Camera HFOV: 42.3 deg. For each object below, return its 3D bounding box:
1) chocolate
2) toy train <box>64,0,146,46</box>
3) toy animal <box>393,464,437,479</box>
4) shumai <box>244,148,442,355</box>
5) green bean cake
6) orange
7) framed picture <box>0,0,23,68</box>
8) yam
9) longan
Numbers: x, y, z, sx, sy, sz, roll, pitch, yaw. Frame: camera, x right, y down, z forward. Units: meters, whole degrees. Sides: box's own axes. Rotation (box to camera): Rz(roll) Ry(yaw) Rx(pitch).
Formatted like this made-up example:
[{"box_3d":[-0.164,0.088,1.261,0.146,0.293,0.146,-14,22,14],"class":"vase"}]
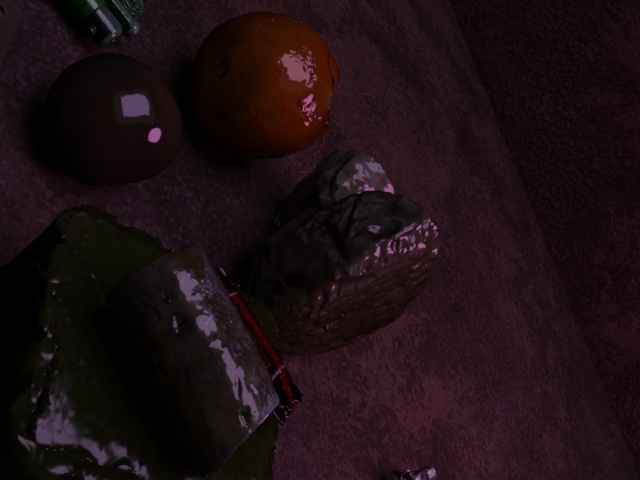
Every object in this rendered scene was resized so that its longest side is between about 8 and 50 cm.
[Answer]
[{"box_3d":[-0.079,0.111,0.892,0.182,0.028,0.086,55,21,-2],"class":"chocolate"},{"box_3d":[-0.354,-0.386,1.169,0.251,0.085,0.119,52,38,-18],"class":"toy train"},{"box_3d":[0.186,0.514,1.376,0.170,0.089,0.255,26,46,-41],"class":"toy animal"},{"box_3d":[0.000,0.000,1.324,0.288,0.330,0.292,60,-13,27],"class":"shumai"},{"box_3d":[-0.215,0.164,0.888,0.319,0.218,0.335,35,36,-30],"class":"green bean cake"},{"box_3d":[-0.089,-0.245,1.326,0.240,0.240,0.240,36,42,-40],"class":"orange"},{"box_3d":[-0.481,-0.222,0.848,0.326,0.028,0.446,47,32,-41],"class":"framed picture"},{"box_3d":[-0.113,0.112,0.771,0.107,0.107,0.194,-16,75,-59],"class":"yam"},{"box_3d":[-0.266,-0.153,1.067,0.189,0.189,0.189,36,42,-40],"class":"longan"}]
